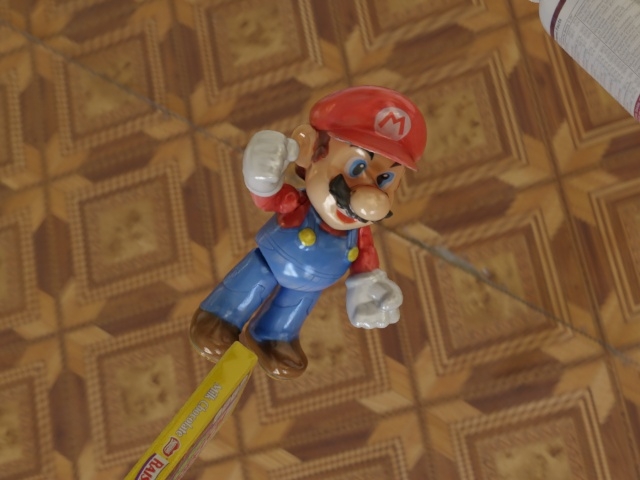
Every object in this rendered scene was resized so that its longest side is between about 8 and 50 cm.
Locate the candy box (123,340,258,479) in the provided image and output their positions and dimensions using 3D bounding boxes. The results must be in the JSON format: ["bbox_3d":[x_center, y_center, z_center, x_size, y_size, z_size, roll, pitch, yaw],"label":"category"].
[{"bbox_3d":[-0.120,0.173,1.009,0.027,0.105,0.206,36,54,4],"label":"candy box"}]

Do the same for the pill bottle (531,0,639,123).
[{"bbox_3d":[0.256,-0.184,1.105,0.121,0.121,0.221,-41,66,2],"label":"pill bottle"}]

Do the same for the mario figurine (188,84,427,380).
[{"bbox_3d":[0.000,0.000,1.301,0.170,0.198,0.320,39,112,20],"label":"mario figurine"}]
